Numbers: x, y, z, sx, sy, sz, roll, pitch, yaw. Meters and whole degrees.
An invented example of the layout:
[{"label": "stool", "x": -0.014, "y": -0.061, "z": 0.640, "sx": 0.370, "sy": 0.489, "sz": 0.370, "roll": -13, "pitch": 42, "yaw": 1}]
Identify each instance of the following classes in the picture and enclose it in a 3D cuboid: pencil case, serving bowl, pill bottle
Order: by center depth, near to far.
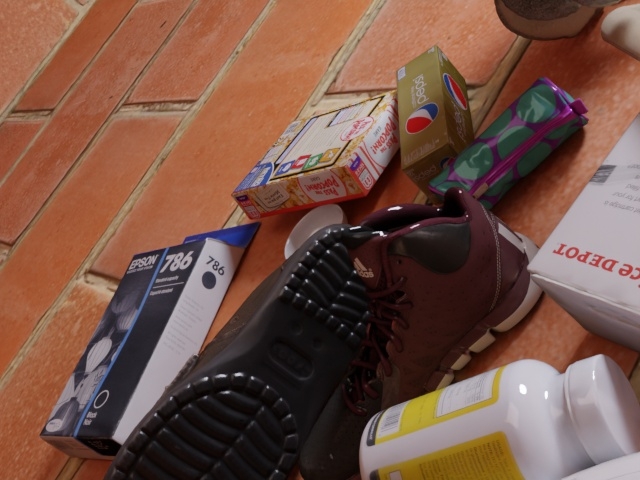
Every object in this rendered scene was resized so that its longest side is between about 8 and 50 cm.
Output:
[{"label": "pill bottle", "x": 0.125, "y": 0.144, "z": 0.674, "sx": 0.184, "sy": 0.103, "sz": 0.103, "roll": -26, "pitch": 37, "yaw": 32}, {"label": "pencil case", "x": 0.175, "y": -0.081, "z": 0.900, "sx": 0.151, "sy": 0.064, "sz": 0.070, "roll": -44, "pitch": 15, "yaw": 7}, {"label": "serving bowl", "x": 0.000, "y": 0.000, "z": 1.061, "sx": 0.083, "sy": 0.027, "sz": 0.083, "roll": -31, "pitch": 35, "yaw": 25}]

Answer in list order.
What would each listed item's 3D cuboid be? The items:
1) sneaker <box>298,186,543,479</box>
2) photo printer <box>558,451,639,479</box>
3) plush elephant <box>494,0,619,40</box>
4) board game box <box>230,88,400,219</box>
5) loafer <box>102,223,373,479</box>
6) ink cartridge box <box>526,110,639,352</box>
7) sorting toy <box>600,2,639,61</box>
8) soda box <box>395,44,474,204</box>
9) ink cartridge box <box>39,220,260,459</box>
[{"label": "sneaker", "x": 0.046, "y": 0.068, "z": 0.798, "sx": 0.281, "sy": 0.162, "sz": 0.106, "roll": -49, "pitch": 31, "yaw": -2}, {"label": "photo printer", "x": 0.167, "y": 0.257, "z": 0.492, "sx": 0.256, "sy": 0.107, "sz": 0.308, "roll": -32, "pitch": 34, "yaw": 25}, {"label": "plush elephant", "x": 0.226, "y": -0.332, "z": 0.894, "sx": 0.330, "sy": 0.255, "sz": 0.272, "roll": 3, "pitch": 99, "yaw": 56}, {"label": "board game box", "x": 0.005, "y": -0.099, "z": 1.121, "sx": 0.193, "sy": 0.045, "sz": 0.147, "roll": -9, "pitch": 36, "yaw": 46}, {"label": "loafer", "x": -0.066, "y": 0.147, "z": 0.912, "sx": 0.366, "sy": 0.134, "sz": 0.130, "roll": -47, "pitch": 6, "yaw": -18}, {"label": "ink cartridge box", "x": 0.277, "y": -0.020, "z": 0.679, "sx": 0.219, "sy": 0.092, "sz": 0.160, "roll": -52, "pitch": 31, "yaw": -7}, {"label": "sorting toy", "x": 0.335, "y": -0.177, "z": 0.722, "sx": 0.208, "sy": 0.038, "sz": 0.193, "roll": -14, "pitch": 22, "yaw": 4}, {"label": "soda box", "x": 0.121, "y": -0.124, "z": 1.016, "sx": 0.058, "sy": 0.061, "sz": 0.181, "roll": -30, "pitch": 35, "yaw": 27}, {"label": "ink cartridge box", "x": -0.202, "y": 0.102, "z": 1.165, "sx": 0.165, "sy": 0.065, "sz": 0.333, "roll": -12, "pitch": 45, "yaw": 45}]
